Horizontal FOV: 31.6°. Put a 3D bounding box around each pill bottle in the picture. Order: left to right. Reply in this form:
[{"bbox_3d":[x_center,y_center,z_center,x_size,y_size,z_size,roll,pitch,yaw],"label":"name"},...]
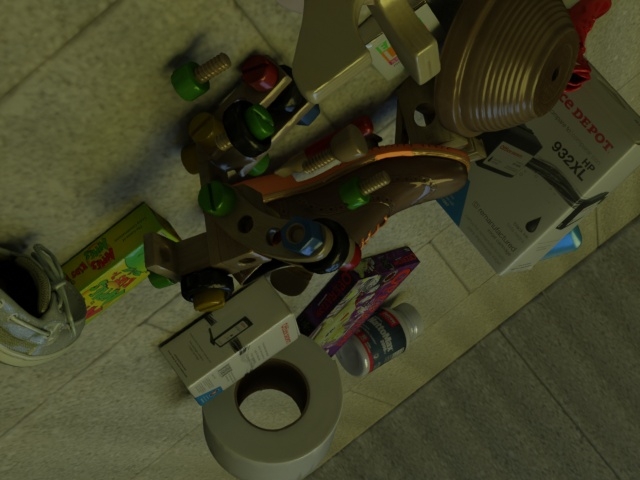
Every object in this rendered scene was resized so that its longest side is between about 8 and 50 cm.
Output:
[{"bbox_3d":[0.126,0.204,2.391,0.180,0.108,0.108,-27,159,-31],"label":"pill bottle"}]

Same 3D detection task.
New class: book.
[{"bbox_3d":[0.096,-0.247,1.368,0.096,0.035,0.144,-37,164,10],"label":"book"}]

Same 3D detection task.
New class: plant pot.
[{"bbox_3d":[0.251,-0.231,1.434,0.237,0.110,0.237,-41,146,-36],"label":"plant pot"}]

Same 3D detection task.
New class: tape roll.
[{"bbox_3d":[-0.088,0.295,1.992,0.246,0.246,0.169,-31,161,-19],"label":"tape roll"}]

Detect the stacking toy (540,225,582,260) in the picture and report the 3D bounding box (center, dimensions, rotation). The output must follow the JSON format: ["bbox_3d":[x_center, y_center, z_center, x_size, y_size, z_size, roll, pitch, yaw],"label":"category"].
[{"bbox_3d":[0.447,-0.084,2.276,0.166,0.175,0.302,-15,-168,26],"label":"stacking toy"}]

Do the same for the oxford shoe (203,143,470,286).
[{"bbox_3d":[0.038,-0.029,1.479,0.364,0.132,0.130,-16,158,-12],"label":"oxford shoe"}]

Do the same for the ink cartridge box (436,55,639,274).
[{"bbox_3d":[0.343,-0.128,1.804,0.307,0.223,0.129,-48,159,28],"label":"ink cartridge box"}]

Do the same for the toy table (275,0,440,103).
[{"bbox_3d":[0.048,-0.256,1.043,0.252,0.161,0.274,-40,161,8],"label":"toy table"}]

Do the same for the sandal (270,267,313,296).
[{"bbox_3d":[-0.006,-0.004,1.734,0.240,0.088,0.079,-49,-169,51],"label":"sandal"}]

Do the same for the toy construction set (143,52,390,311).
[{"bbox_3d":[-0.082,-0.053,1.276,0.237,0.257,0.309,-27,178,25],"label":"toy construction set"}]

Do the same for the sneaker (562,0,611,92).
[{"bbox_3d":[0.362,-0.278,1.627,0.221,0.128,0.087,-29,160,-23],"label":"sneaker"}]

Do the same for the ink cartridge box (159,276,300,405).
[{"bbox_3d":[-0.142,0.164,1.823,0.203,0.086,0.148,-35,162,-10],"label":"ink cartridge box"}]

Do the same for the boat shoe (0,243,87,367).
[{"bbox_3d":[-0.326,0.049,1.159,0.103,0.118,0.320,-36,156,10],"label":"boat shoe"}]

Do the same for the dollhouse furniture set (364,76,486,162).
[{"bbox_3d":[0.126,-0.153,1.607,0.161,0.101,0.182,-18,169,21],"label":"dollhouse furniture set"}]

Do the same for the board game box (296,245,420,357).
[{"bbox_3d":[0.026,0.151,2.178,0.208,0.056,0.347,-21,155,-52],"label":"board game box"}]

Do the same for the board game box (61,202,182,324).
[{"bbox_3d":[-0.257,0.037,1.366,0.181,0.043,0.092,-38,162,0],"label":"board game box"}]
